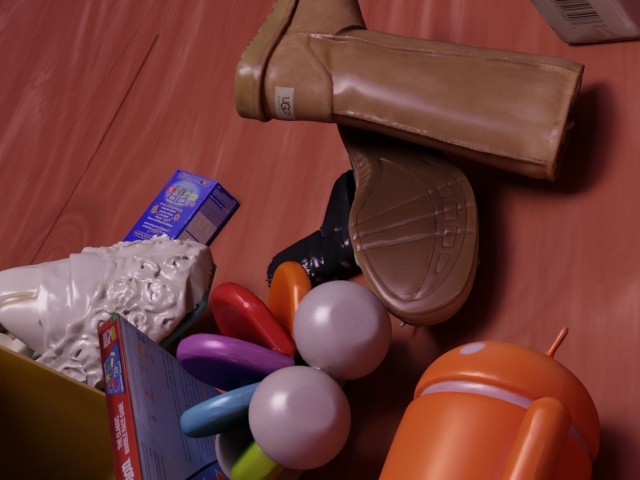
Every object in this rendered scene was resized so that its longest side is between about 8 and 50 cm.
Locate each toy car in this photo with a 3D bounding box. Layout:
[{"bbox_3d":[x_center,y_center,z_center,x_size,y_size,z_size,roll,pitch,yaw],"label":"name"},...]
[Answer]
[{"bbox_3d":[-0.040,0.098,1.064,0.182,0.136,0.159,-63,7,-25],"label":"toy car"}]

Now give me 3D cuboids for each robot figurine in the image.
[{"bbox_3d":[0.099,0.157,0.878,0.128,0.158,0.219,9,58,27],"label":"robot figurine"}]

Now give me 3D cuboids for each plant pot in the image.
[{"bbox_3d":[-0.243,0.237,1.134,0.187,0.212,0.212,-52,29,16],"label":"plant pot"}]

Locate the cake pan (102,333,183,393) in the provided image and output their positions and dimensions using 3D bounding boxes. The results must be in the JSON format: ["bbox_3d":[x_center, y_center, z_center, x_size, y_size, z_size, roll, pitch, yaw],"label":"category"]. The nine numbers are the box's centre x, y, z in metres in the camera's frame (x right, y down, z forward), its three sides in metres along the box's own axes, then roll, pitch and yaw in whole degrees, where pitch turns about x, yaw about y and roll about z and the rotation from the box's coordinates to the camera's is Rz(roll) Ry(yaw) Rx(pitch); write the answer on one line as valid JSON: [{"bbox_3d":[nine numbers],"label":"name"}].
[{"bbox_3d":[-0.260,0.153,1.376,0.293,0.054,0.293,-31,34,24],"label":"cake pan"}]

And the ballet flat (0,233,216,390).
[{"bbox_3d":[-0.286,0.103,1.286,0.409,0.147,0.147,-33,34,19],"label":"ballet flat"}]

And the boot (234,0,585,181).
[{"bbox_3d":[0.089,-0.153,1.186,0.270,0.089,0.236,11,49,14],"label":"boot"}]

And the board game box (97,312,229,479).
[{"bbox_3d":[-0.102,0.179,1.072,0.027,0.145,0.281,-41,31,13],"label":"board game box"}]

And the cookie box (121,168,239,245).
[{"bbox_3d":[-0.148,-0.015,1.446,0.107,0.040,0.092,-53,32,-12],"label":"cookie box"}]

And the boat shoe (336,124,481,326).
[{"bbox_3d":[0.075,-0.022,1.166,0.105,0.089,0.285,-11,41,4],"label":"boat shoe"}]

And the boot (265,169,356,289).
[{"bbox_3d":[0.000,0.000,1.255,0.099,0.045,0.121,-33,34,26],"label":"boot"}]

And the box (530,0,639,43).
[{"bbox_3d":[0.276,-0.308,1.216,0.094,0.113,0.275,5,59,51],"label":"box"}]
